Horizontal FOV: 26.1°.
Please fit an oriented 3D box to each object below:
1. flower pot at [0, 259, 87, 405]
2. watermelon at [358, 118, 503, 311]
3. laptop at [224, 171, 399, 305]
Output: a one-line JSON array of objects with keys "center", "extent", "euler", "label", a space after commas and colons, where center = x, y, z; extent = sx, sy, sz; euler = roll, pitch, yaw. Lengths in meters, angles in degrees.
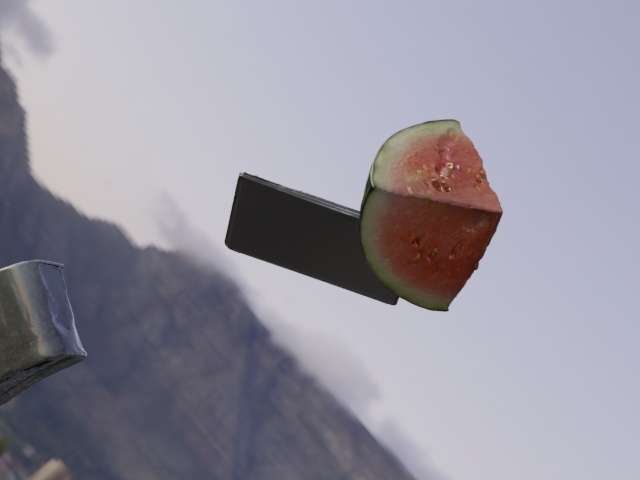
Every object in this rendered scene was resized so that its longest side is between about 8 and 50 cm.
[{"center": [-0.353, 0.114, 1.450], "extent": [0.103, 0.229, 0.108], "euler": [3, 63, -62], "label": "flower pot"}, {"center": [0.089, -0.012, 0.978], "extent": [0.094, 0.125, 0.135], "euler": [-1, -66, 30], "label": "watermelon"}, {"center": [0.000, 0.000, 1.304], "extent": [0.180, 0.016, 0.129], "euler": [18, -35, 1], "label": "laptop"}]
